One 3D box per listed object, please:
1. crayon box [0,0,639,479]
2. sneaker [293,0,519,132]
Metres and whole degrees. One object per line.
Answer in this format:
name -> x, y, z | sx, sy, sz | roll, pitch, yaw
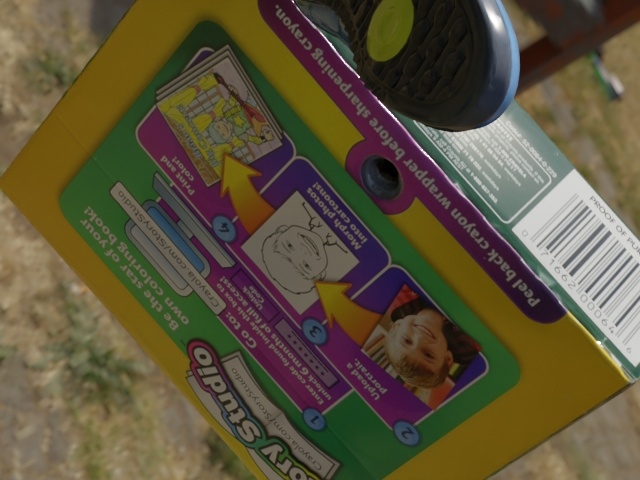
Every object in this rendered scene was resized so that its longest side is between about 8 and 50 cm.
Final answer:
crayon box -> 0.000, 0.000, 1.058 | 0.363, 0.313, 0.106 | 49, 46, 2
sneaker -> 0.047, -0.099, 0.721 | 0.082, 0.069, 0.209 | 20, 16, -30
